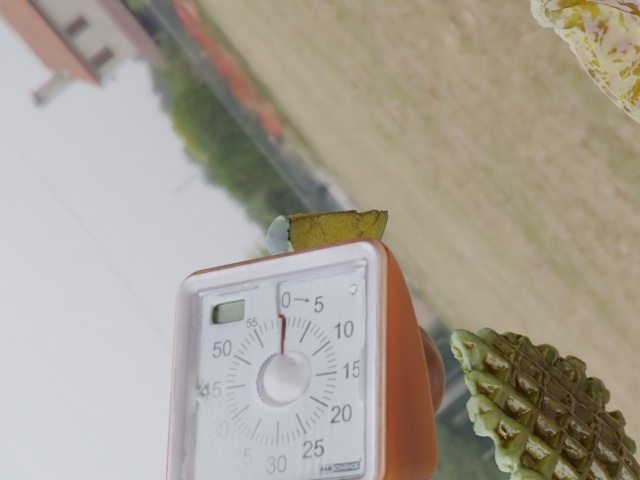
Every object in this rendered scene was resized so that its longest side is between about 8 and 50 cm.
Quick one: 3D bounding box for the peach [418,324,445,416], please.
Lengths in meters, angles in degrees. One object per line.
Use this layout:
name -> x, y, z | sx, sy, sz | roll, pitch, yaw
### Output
peach -> 0.080, 0.179, 1.875 | 0.152, 0.152, 0.152 | 51, 180, 0

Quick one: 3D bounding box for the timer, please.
timer -> -0.022, 0.137, 1.508 | 0.161, 0.257, 0.250 | 4, -104, -57

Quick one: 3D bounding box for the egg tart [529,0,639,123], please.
egg tart -> 0.381, -0.208, 1.487 | 0.388, 0.169, 0.388 | 32, 174, 4

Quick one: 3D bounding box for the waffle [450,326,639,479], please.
waffle -> 0.213, 0.173, 1.369 | 0.214, 0.054, 0.208 | 12, -137, -42

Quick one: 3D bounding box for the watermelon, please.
watermelon -> -0.008, 0.000, 1.743 | 0.075, 0.092, 0.181 | 23, -160, 37
